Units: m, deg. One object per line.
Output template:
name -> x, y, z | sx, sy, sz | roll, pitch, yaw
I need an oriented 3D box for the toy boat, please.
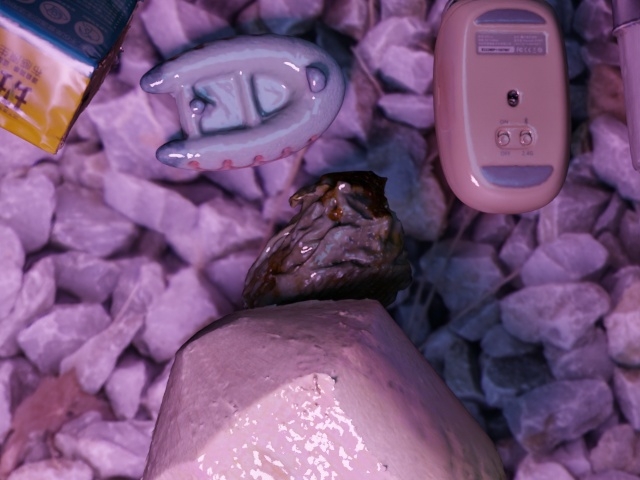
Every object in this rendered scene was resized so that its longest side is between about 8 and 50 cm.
toy boat -> -0.074, -0.143, 1.451 | 0.207, 0.079, 0.134 | -11, 86, -11

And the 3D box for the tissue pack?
tissue pack -> -0.319, -0.220, 1.340 | 0.271, 0.192, 0.134 | 31, 123, -8

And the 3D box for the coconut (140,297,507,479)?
coconut -> -0.014, 0.201, 1.336 | 0.309, 0.297, 0.297 | 45, 79, -5

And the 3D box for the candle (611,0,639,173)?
candle -> 0.413, -0.134, 1.499 | 0.187, 0.187, 0.330 | -7, 89, -12

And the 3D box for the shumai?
shumai -> -0.006, 0.002, 1.433 | 0.184, 0.184, 0.142 | -14, 66, -12

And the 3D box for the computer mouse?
computer mouse -> 0.190, -0.144, 1.503 | 0.145, 0.082, 0.236 | -3, 86, -11
